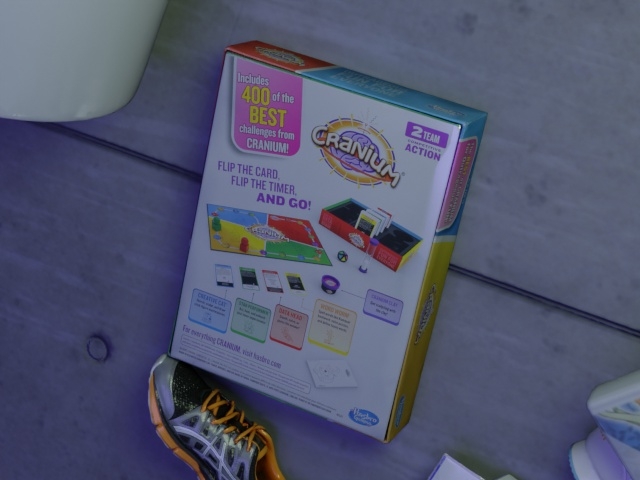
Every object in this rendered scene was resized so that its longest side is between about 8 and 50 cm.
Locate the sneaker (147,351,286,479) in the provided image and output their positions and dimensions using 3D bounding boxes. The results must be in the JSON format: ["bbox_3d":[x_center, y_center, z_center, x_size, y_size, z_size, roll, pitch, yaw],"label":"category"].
[{"bbox_3d":[-0.093,0.198,1.432,0.083,0.084,0.215,-27,102,28],"label":"sneaker"}]

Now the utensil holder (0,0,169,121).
[{"bbox_3d":[-0.250,-0.339,1.227,0.328,0.327,0.385,28,117,16],"label":"utensil holder"}]

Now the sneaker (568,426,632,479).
[{"bbox_3d":[0.318,0.248,1.246,0.092,0.087,0.228,-41,87,26],"label":"sneaker"}]

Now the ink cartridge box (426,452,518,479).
[{"bbox_3d":[0.160,0.327,1.363,0.208,0.045,0.206,35,116,12],"label":"ink cartridge box"}]

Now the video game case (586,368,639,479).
[{"bbox_3d":[0.415,0.187,1.096,0.329,0.036,0.300,-27,101,36],"label":"video game case"}]

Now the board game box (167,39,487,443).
[{"bbox_3d":[0.000,0.000,1.340,0.242,0.064,0.316,20,111,19],"label":"board game box"}]
